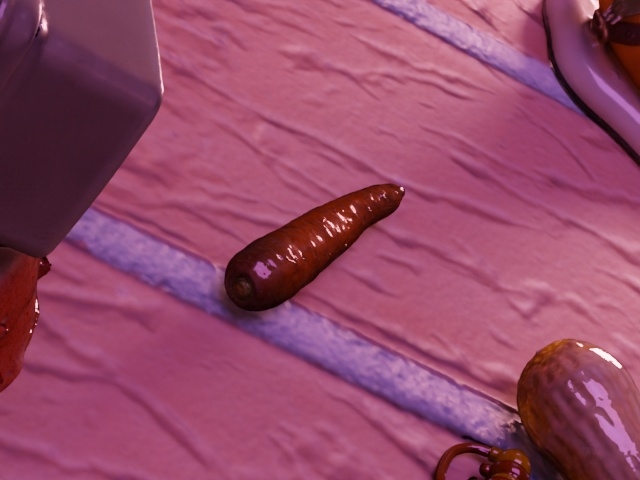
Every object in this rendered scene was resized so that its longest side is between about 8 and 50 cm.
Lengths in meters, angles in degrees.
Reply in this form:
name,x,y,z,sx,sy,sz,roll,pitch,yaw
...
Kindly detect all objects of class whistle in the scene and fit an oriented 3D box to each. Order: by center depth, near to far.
name,x,y,z,sx,sy,sz,roll,pitch,yaw
whistle,0.104,0.171,1.018,0.109,0.057,0.046,-66,146,-56

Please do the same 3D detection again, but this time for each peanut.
name,x,y,z,sx,sy,sz,roll,pitch,yaw
peanut,0.206,0.157,1.055,0.087,0.087,0.207,-13,62,-41

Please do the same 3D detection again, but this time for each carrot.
name,x,y,z,sx,sy,sz,roll,pitch,yaw
carrot,0.000,0.000,1.082,0.047,0.047,0.191,47,39,9

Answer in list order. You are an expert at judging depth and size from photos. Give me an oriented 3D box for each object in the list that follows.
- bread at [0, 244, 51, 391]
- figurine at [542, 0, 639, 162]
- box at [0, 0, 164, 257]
name,x,y,z,sx,sy,sz,roll,pitch,yaw
bread,-0.252,0.009,0.832,0.211,0.142,0.224,18,42,-3
figurine,0.315,-0.176,1.382,0.166,0.141,0.250,-19,67,-45
box,-0.165,-0.105,0.784,0.129,0.148,0.210,26,29,-29
